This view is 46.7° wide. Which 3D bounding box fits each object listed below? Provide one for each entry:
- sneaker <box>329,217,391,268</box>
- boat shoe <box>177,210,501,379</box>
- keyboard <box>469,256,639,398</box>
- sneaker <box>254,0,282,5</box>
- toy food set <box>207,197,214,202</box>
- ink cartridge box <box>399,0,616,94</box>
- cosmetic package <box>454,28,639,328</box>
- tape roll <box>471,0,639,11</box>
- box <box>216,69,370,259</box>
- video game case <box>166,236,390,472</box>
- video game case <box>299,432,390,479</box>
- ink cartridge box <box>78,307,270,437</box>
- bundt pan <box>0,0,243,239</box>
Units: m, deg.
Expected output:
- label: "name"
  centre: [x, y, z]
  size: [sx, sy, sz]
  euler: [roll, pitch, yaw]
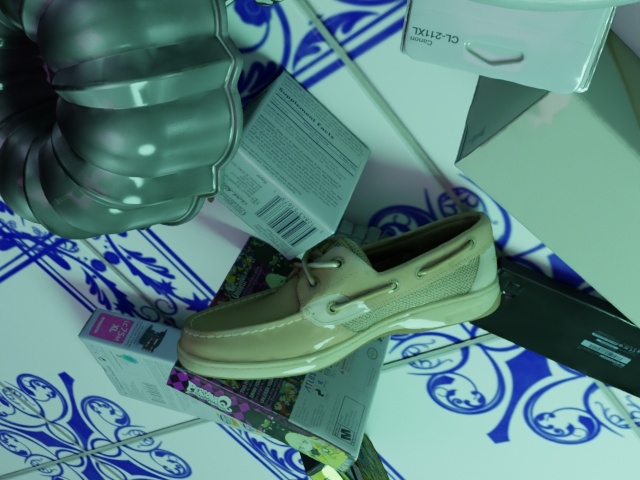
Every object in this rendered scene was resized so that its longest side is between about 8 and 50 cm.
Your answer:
- label: "sneaker"
  centre: [0.000, 0.000, 0.843]
  size: [0.167, 0.065, 0.076]
  euler: [32, 139, -5]
- label: "boat shoe"
  centre: [0.018, 0.046, 0.752]
  size: [0.341, 0.122, 0.110]
  euler: [-14, 111, -15]
- label: "keyboard"
  centre: [0.333, 0.093, 0.807]
  size: [0.317, 0.033, 0.201]
  euler: [23, 142, 0]
- label: "sneaker"
  centre: [-0.032, -0.229, 0.661]
  size: [0.083, 0.037, 0.032]
  euler: [-13, 126, 34]
- label: "toy food set"
  centre: [-0.168, -0.095, 0.857]
  size: [0.122, 0.019, 0.078]
  euler: [28, 135, 8]
- label: "ink cartridge box"
  centre: [0.141, -0.189, 0.526]
  size: [0.128, 0.175, 0.072]
  euler: [15, 134, 9]
- label: "cosmetic package"
  centre: [0.270, -0.038, 0.624]
  size: [0.309, 0.160, 0.113]
  euler: [39, 133, -15]
- label: "tape roll"
  centre: [0.134, -0.317, 0.367]
  size: [0.392, 0.072, 0.391]
  euler: [3, 103, 13]
- label: "box"
  centre: [-0.033, -0.075, 0.731]
  size: [0.126, 0.137, 0.072]
  euler: [41, 134, -16]
- label: "video game case"
  centre: [-0.031, 0.118, 0.840]
  size: [0.210, 0.232, 0.041]
  euler: [27, 129, -3]
- label: "video game case"
  centre: [0.030, 0.274, 0.953]
  size: [0.035, 0.275, 0.248]
  euler: [-35, 116, 2]
- label: "ink cartridge box"
  centre: [-0.174, 0.199, 1.071]
  size: [0.311, 0.065, 0.185]
  euler: [14, 146, 17]
- label: "bundt pan"
  centre: [-0.230, -0.144, 0.653]
  size: [0.331, 0.124, 0.330]
  euler: [17, 121, 31]
